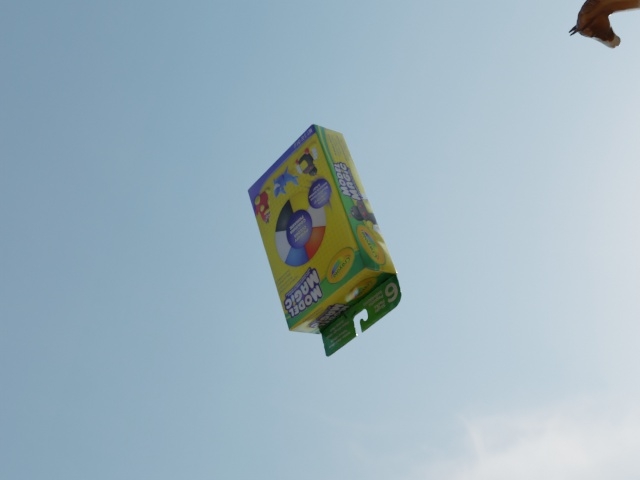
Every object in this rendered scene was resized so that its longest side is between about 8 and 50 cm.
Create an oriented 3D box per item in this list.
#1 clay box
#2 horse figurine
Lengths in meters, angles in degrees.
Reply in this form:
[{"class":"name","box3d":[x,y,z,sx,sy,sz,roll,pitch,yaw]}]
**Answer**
[{"class":"clay box","box3d":[0.000,0.000,0.886,0.053,0.222,0.127,14,-44,-41]},{"class":"horse figurine","box3d":[0.408,-0.296,0.868,0.174,0.066,0.263,21,-38,-7]}]
